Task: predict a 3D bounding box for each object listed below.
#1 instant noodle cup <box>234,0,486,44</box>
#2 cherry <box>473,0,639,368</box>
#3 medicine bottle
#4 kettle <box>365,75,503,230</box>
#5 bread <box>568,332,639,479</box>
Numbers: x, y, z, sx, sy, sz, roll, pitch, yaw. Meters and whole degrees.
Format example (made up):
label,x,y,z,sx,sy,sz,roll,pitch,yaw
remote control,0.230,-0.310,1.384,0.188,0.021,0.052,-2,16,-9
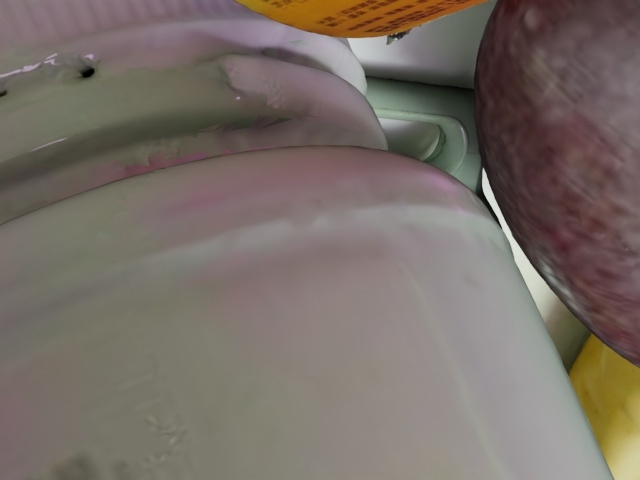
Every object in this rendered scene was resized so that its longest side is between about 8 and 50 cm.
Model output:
label,x,y,z,sx,sy,sz,roll,pitch,yaw
instant noodle cup,0.045,-0.165,0.529,0.230,0.230,0.182,9,157,-37
cherry,0.175,-0.045,0.788,0.266,0.183,0.213,26,107,-39
medicine bottle,-0.056,0.056,0.617,0.256,0.325,0.256,-21,160,-8
kettle,-0.003,0.003,0.828,0.148,0.127,0.098,0,167,-34
bread,0.173,0.104,1.035,0.142,0.091,0.305,5,133,-25
